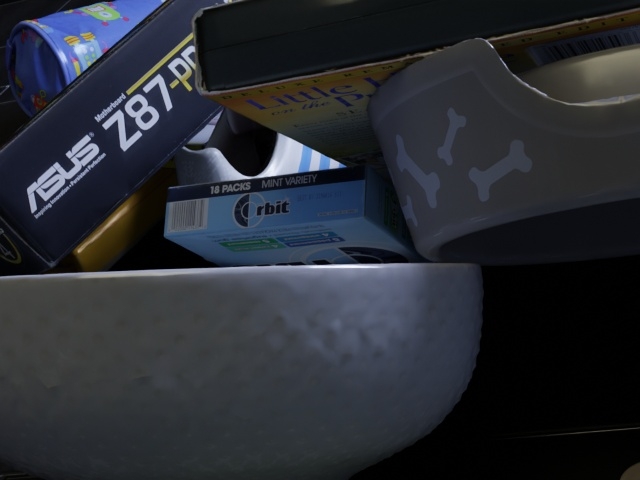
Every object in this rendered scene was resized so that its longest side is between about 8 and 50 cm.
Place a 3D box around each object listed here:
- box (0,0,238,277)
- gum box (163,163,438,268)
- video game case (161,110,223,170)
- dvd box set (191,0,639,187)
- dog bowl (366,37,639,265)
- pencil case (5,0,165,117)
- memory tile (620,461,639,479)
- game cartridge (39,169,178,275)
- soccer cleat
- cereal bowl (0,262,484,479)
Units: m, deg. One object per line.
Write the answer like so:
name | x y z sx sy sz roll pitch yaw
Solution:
box | -0.160 -0.115 1.076 0.395 0.097 0.318 -47 13 -25
gum box | 0.000 0.000 0.943 0.156 0.184 0.041 -5 72 25
video game case | -0.111 -0.151 1.353 0.248 0.035 0.275 7 34 42
dvd box set | 0.133 -0.114 0.924 0.307 0.062 0.420 -9 -9 20
dog bowl | 0.207 -0.056 0.809 0.348 0.102 0.349 -6 -8 -1
pencil case | -0.246 -0.239 1.553 0.133 0.119 0.306 31 37 23
memory tile | 0.225 0.155 0.669 0.148 0.012 0.113 -5 30 25
game cartridge | -0.266 -0.055 1.345 0.285 0.053 0.324 -2 32 31
soccer cleat | -0.014 -0.103 1.170 0.116 0.143 0.331 1 32 34
cereal bowl | -0.069 0.086 0.781 0.338 0.141 0.339 -1 -1 0
